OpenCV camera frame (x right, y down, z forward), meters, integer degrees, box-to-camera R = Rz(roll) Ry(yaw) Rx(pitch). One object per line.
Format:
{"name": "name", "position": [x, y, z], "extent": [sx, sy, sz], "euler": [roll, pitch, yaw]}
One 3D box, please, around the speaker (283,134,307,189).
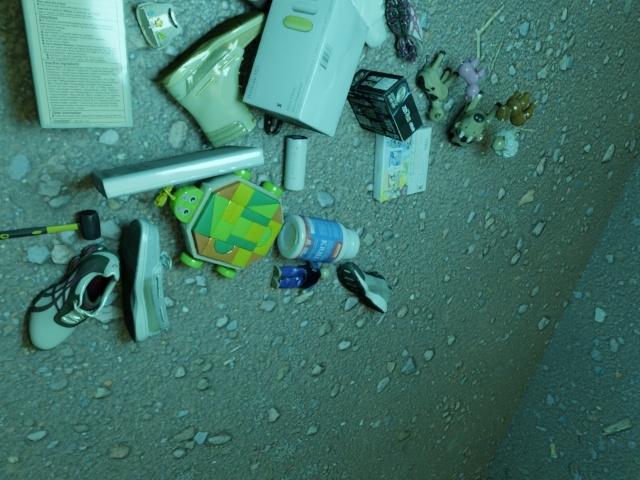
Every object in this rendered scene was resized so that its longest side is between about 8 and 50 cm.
{"name": "speaker", "position": [-0.065, -0.201, 1.192], "extent": [0.055, 0.055, 0.136], "euler": [-10, 117, -31]}

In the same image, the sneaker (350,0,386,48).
{"name": "sneaker", "position": [0.133, -0.585, 1.047], "extent": [0.169, 0.108, 0.292], "euler": [-18, 146, 23]}

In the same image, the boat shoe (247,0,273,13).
{"name": "boat shoe", "position": [-0.072, -0.643, 0.945], "extent": [0.342, 0.123, 0.123], "euler": [-68, 159, 5]}

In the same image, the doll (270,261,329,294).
{"name": "doll", "position": [-0.050, 0.101, 1.359], "extent": [0.188, 0.046, 0.129], "euler": [0, 113, -35]}

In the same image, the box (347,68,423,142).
{"name": "box", "position": [0.159, -0.352, 1.191], "extent": [0.077, 0.180, 0.147], "euler": [-43, 130, -10]}

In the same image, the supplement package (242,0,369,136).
{"name": "supplement package", "position": [-0.026, -0.388, 1.005], "extent": [0.204, 0.145, 0.262], "euler": [-4, 114, -68]}

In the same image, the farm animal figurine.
{"name": "farm animal figurine", "position": [0.434, -0.370, 1.360], "extent": [0.172, 0.330, 0.327], "euler": [-55, 159, -3]}

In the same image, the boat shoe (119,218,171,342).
{"name": "boat shoe", "position": [-0.399, 0.094, 1.070], "extent": [0.103, 0.118, 0.321], "euler": [-12, 123, -37]}

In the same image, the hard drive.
{"name": "hard drive", "position": [-0.298, -0.150, 0.955], "extent": [0.307, 0.203, 0.040], "euler": [-18, 110, -27]}

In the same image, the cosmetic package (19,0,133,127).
{"name": "cosmetic package", "position": [-0.434, -0.364, 0.813], "extent": [0.160, 0.113, 0.310], "euler": [-9, 116, -32]}

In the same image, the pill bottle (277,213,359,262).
{"name": "pill bottle", "position": [0.000, 0.000, 1.292], "extent": [0.221, 0.124, 0.124], "euler": [7, 108, -37]}

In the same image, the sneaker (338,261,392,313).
{"name": "sneaker", "position": [0.151, 0.136, 1.498], "extent": [0.271, 0.100, 0.108], "euler": [45, 69, -44]}

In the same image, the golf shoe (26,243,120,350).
{"name": "golf shoe", "position": [-0.534, 0.136, 0.989], "extent": [0.105, 0.120, 0.273], "euler": [35, 92, -42]}

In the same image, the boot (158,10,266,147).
{"name": "boot", "position": [-0.188, -0.349, 1.004], "extent": [0.262, 0.095, 0.203], "euler": [-42, 129, -9]}

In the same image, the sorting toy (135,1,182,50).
{"name": "sorting toy", "position": [-0.316, -0.432, 0.911], "extent": [0.075, 0.044, 0.083], "euler": [-34, 128, -26]}

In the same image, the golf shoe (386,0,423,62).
{"name": "golf shoe", "position": [0.226, -0.574, 1.215], "extent": [0.086, 0.067, 0.186], "euler": [-56, 137, -36]}

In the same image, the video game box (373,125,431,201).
{"name": "video game box", "position": [0.248, -0.235, 1.402], "extent": [0.187, 0.048, 0.205], "euler": [-17, 121, -30]}

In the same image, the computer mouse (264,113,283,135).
{"name": "computer mouse", "position": [-0.105, -0.369, 1.090], "extent": [0.071, 0.041, 0.242], "euler": [-14, 120, -30]}

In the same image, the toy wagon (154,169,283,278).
{"name": "toy wagon", "position": [-0.237, -0.050, 1.111], "extent": [0.344, 0.068, 0.267], "euler": [24, 97, -52]}

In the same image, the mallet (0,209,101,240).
{"name": "mallet", "position": [-0.558, -0.014, 0.955], "extent": [0.189, 0.039, 0.062], "euler": [-16, 123, -23]}
